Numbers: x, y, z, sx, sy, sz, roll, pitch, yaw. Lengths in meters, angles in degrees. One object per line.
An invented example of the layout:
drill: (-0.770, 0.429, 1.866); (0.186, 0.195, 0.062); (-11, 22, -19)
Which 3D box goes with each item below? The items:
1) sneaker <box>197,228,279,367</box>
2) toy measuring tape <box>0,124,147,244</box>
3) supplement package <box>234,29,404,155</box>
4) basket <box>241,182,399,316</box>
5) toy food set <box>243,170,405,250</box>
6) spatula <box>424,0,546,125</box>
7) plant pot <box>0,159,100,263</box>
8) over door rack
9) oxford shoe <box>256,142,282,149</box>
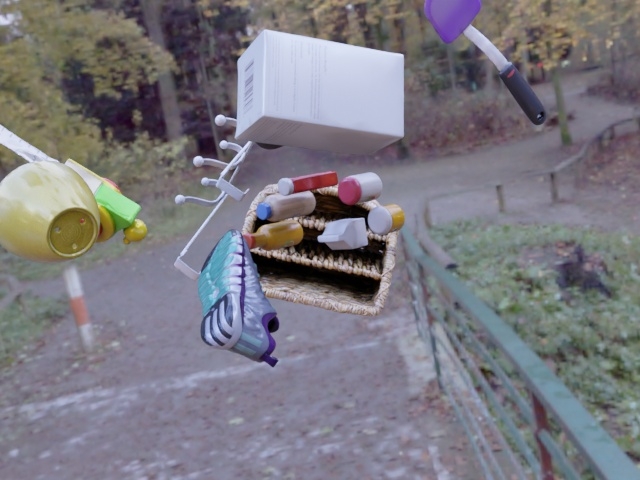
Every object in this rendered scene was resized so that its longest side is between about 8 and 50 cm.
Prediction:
sneaker: (-0.102, 0.077, 1.017); (0.083, 0.098, 0.224); (-44, 28, 24)
toy measuring tape: (-0.454, -0.086, 1.352); (0.330, 0.121, 0.121); (32, 0, -13)
supplement package: (-0.001, -0.170, 0.925); (0.179, 0.105, 0.105); (5, -10, -23)
basket: (0.000, 0.000, 1.517); (0.299, 0.213, 0.223); (13, 13, 3)
toy food set: (-0.006, -0.038, 1.092); (0.232, 0.111, 0.104); (-1, 9, 43)
spatula: (0.249, -0.268, 1.127); (0.084, 0.296, 0.030); (-48, 28, -1)
plant pot: (-0.332, -0.025, 0.979); (0.134, 0.134, 0.095); (-18, 30, -38)
over door rack: (-0.214, -0.117, 1.558); (0.108, 0.239, 0.324); (25, 35, -12)
oxford shoe: (-0.009, -0.216, 1.299); (0.212, 0.076, 0.076); (-12, 32, 7)
